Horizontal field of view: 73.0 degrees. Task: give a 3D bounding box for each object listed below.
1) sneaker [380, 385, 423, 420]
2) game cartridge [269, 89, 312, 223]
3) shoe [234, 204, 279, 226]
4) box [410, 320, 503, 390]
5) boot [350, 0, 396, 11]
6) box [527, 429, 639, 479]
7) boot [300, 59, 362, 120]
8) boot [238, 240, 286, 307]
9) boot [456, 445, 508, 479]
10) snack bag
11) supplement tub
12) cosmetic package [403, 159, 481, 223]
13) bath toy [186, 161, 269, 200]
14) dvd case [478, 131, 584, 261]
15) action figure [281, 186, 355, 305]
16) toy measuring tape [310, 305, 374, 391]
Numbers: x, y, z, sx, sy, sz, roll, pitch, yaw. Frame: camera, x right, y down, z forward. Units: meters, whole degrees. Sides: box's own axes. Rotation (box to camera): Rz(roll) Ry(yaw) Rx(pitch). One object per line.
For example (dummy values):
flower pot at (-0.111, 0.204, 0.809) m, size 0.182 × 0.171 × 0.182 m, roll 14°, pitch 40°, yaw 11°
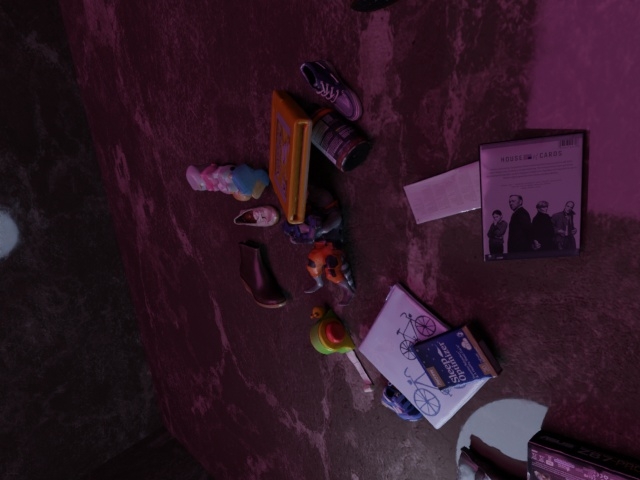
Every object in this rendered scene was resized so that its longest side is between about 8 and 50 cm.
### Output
sneaker at (0.246, 0.497, 1.320) m, size 0.144 × 0.053 × 0.059 m, roll 19°, pitch 119°, yaw 38°
game cartridge at (-0.096, -0.245, 1.214) m, size 0.323 × 0.053 × 0.285 m, roll -121°, pitch 31°, yaw -54°
shoe at (-0.228, -0.080, 1.534) m, size 0.219 × 0.058 × 0.076 m, roll -2°, pitch 107°, yaw 46°
box at (0.330, 0.305, 1.106) m, size 0.136 × 0.037 × 0.225 m, roll 59°, pitch 138°, yaw 8°
boot at (0.146, -0.581, 0.922) m, size 0.219 × 0.082 × 0.106 m, roll -6°, pitch 82°, yaw 51°
box at (0.639, 0.616, 0.885) m, size 0.395 × 0.097 × 0.318 m, roll 1°, pitch 92°, yaw 45°
boot at (0.024, -0.382, 1.111) m, size 0.190 × 0.086 × 0.069 m, roll 55°, pitch 137°, yaw 12°
boot at (-0.224, 0.125, 1.601) m, size 0.248 × 0.090 × 0.206 m, roll 22°, pitch 125°, yaw 43°
boot at (0.477, 0.711, 1.171) m, size 0.229 × 0.091 × 0.262 m, roll 11°, pitch 112°, yaw 49°
snack bag at (0.276, 0.329, 1.223) m, size 0.342 × 0.037 × 0.323 m, roll 41°, pitch 133°, yaw 24°
supplement tub at (0.030, -0.278, 1.141) m, size 0.198 × 0.106 × 0.106 m, roll 47°, pitch 135°, yaw 21°
cosmetic package at (0.309, -0.113, 0.962) m, size 0.239 × 0.060 × 0.098 m, roll -14°, pitch 97°, yaw 48°
bath toy at (-0.337, -0.219, 1.535) m, size 0.348 × 0.129 × 0.151 m, roll 13°, pitch 136°, yaw 43°
dvd case at (0.405, -0.078, 0.839) m, size 0.179 × 0.029 × 0.238 m, roll -4°, pitch 107°, yaw 14°
action figure at (0.000, 0.000, 1.306) m, size 0.341 × 0.179 × 0.330 m, roll -158°, pitch 61°, yaw -68°
toy measuring tape at (0.055, 0.366, 1.410) m, size 0.121 × 0.121 × 0.330 m, roll -35°, pitch 82°, yaw 48°
